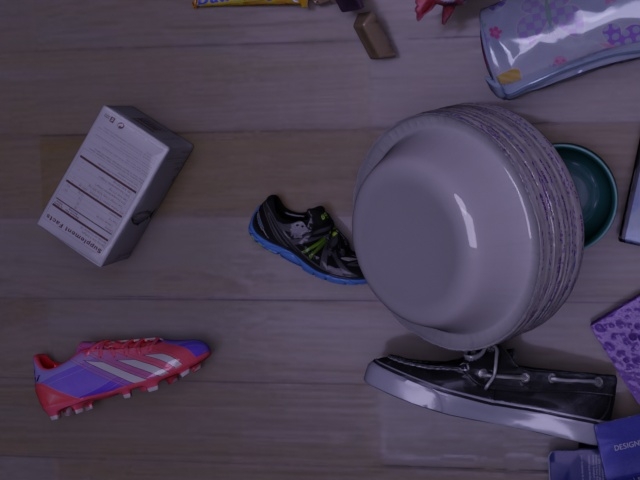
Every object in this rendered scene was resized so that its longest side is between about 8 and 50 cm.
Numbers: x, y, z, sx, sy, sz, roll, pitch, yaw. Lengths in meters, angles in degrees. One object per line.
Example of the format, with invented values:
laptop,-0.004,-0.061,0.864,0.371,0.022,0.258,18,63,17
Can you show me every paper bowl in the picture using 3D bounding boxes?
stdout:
paper bowl,0.150,-0.011,1.505,0.284,0.148,0.284,17,114,44

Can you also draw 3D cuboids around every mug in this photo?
mug,0.287,-0.066,1.563,0.129,0.097,0.157,-15,92,13

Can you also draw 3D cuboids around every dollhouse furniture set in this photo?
dollhouse furniture set,0.061,-0.288,1.631,0.081,0.091,0.114,-42,114,-27

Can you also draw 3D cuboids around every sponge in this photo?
sponge,0.446,0.097,1.582,0.210,0.031,0.117,-34,89,13

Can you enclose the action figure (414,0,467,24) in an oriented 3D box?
action figure,0.166,-0.428,1.473,0.276,0.248,0.370,24,97,9

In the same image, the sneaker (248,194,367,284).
sneaker,0.000,0.000,1.643,0.188,0.067,0.078,26,107,11

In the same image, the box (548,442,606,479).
box,0.399,0.318,1.611,0.225,0.036,0.136,-3,95,10

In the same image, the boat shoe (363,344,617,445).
boat shoe,0.211,0.168,1.597,0.306,0.113,0.105,12,92,7

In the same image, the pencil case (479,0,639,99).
pencil case,0.323,-0.250,1.527,0.273,0.113,0.124,-13,75,13

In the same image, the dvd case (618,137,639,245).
dvd case,0.497,-0.061,1.542,0.253,0.022,0.180,12,87,10

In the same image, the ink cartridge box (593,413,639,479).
ink cartridge box,0.505,0.340,1.544,0.304,0.072,0.307,-13,97,0

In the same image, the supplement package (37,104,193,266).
supplement package,-0.262,-0.072,1.669,0.105,0.105,0.179,33,102,6

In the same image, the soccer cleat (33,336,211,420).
soccer cleat,-0.266,0.162,1.711,0.248,0.083,0.095,-19,87,15

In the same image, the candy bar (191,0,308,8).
candy bar,-0.090,-0.314,1.647,0.161,0.018,0.040,2,97,16
